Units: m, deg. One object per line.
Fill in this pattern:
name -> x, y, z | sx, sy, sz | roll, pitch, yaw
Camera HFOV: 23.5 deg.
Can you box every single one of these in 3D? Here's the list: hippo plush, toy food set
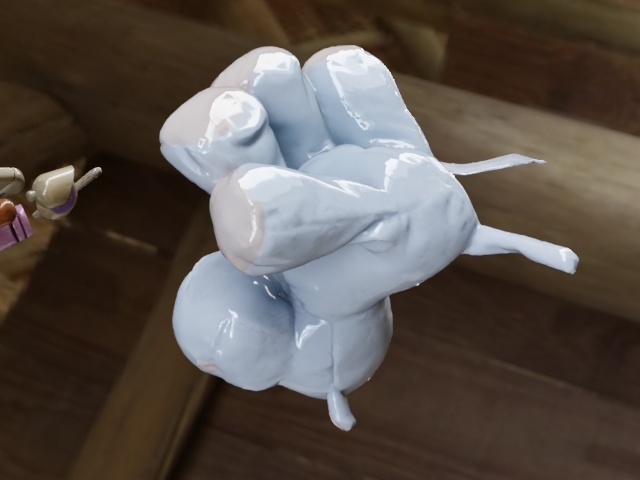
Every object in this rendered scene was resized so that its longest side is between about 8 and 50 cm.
hippo plush -> 0.000, 0.000, 1.215 | 0.234, 0.294, 0.236 | -101, 24, -43
toy food set -> -0.170, -0.014, 0.820 | 0.078, 0.019, 0.122 | -33, -12, 32
